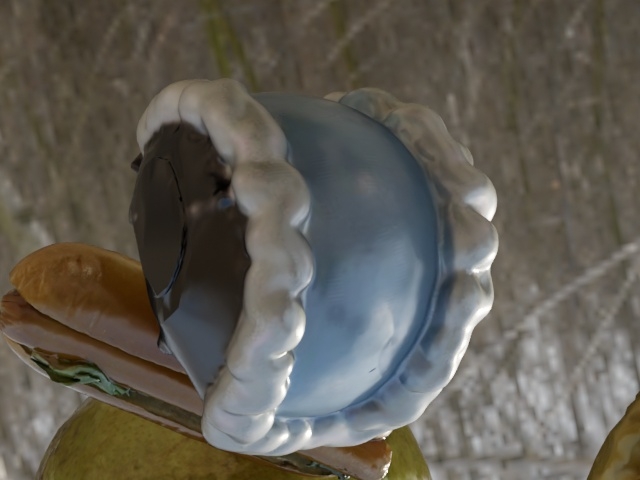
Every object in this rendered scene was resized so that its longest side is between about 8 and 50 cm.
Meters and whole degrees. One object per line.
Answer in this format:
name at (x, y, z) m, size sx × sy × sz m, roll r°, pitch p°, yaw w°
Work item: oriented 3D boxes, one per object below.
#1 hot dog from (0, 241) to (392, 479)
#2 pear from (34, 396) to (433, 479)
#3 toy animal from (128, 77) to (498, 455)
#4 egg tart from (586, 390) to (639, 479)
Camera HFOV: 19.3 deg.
hot dog at (-0.070, 0.078, 1.102) m, size 0.249 × 0.100 × 0.068 m, roll 22°, pitch -137°, yaw -11°
pear at (-0.072, 0.217, 1.374) m, size 0.304 × 0.304 × 0.304 m, roll -11°, pitch -172°, yaw 2°
toy animal at (0.000, 0.000, 1.020) m, size 0.204 × 0.208 × 0.156 m, roll 1°, pitch 157°, yaw -35°
egg tart at (0.207, 0.127, 0.560) m, size 0.150 × 0.352 × 0.352 m, roll 17°, pitch 175°, yaw -25°
